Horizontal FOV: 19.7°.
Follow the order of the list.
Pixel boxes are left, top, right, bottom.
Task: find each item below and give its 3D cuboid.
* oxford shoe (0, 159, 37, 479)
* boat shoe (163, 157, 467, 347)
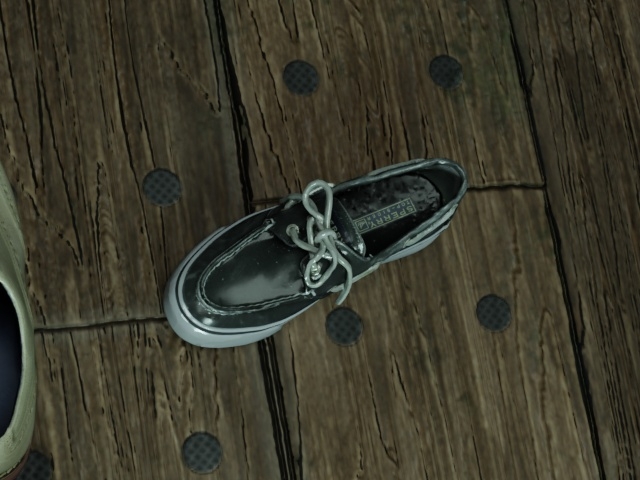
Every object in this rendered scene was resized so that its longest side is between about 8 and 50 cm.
[{"bbox_3d":[-0.303,0.008,1.553,0.140,0.146,0.397,-12,76,-21],"label":"oxford shoe"},{"bbox_3d":[0.002,0.004,1.682,0.306,0.105,0.113,-19,79,-23],"label":"boat shoe"}]
